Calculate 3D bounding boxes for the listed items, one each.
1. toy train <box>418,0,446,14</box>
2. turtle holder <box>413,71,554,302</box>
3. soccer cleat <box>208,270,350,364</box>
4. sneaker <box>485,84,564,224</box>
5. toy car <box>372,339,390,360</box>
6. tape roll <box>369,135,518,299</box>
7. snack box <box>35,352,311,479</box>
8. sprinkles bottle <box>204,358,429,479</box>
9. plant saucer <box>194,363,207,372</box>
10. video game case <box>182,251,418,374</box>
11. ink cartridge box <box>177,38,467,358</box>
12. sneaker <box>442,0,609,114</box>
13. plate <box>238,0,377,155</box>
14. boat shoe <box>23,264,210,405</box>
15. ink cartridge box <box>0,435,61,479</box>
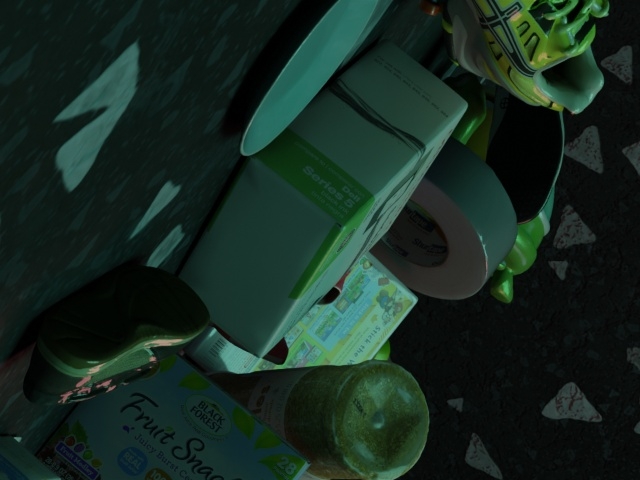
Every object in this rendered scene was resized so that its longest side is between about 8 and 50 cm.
[{"bbox_3d":[0.137,-0.286,1.679,0.166,0.046,0.125,-43,154,-24],"label":"toy train"},{"bbox_3d":[0.171,-0.089,2.300,0.243,0.320,0.227,10,-112,47],"label":"turtle holder"},{"bbox_3d":[0.000,0.000,1.926,0.318,0.116,0.108,-48,172,-30],"label":"soccer cleat"},{"bbox_3d":[0.250,-0.156,2.140,0.145,0.090,0.270,-23,115,-78],"label":"sneaker"},{"bbox_3d":[-0.038,0.112,2.231,0.155,0.149,0.188,14,149,-43],"label":"toy car"},{"bbox_3d":[0.120,-0.035,2.111,0.072,0.219,0.219,-49,173,-30],"label":"tape roll"},{"bbox_3d":[-0.142,0.214,1.719,0.174,0.207,0.070,-50,173,-4],"label":"snack box"},{"bbox_3d":[-0.035,0.190,1.871,0.121,0.121,0.355,-48,-160,-28],"label":"sprinkles bottle"},{"bbox_3d":[-0.181,0.206,2.146,0.195,0.037,0.195,-51,174,-8],"label":"plant saucer"},{"bbox_3d":[-0.020,0.096,2.083,0.227,0.206,0.026,-51,-147,-6],"label":"video game case"},{"bbox_3d":[0.004,-0.045,1.729,0.273,0.115,0.198,-44,170,-48],"label":"ink cartridge box"},{"bbox_3d":[0.189,-0.246,1.583,0.145,0.147,0.384,-50,157,-10],"label":"sneaker"},{"bbox_3d":[-0.013,-0.149,1.463,0.188,0.024,0.188,-52,173,-9],"label":"plate"},{"bbox_3d":[-0.167,0.078,1.432,0.073,0.080,0.223,-49,170,22],"label":"boat shoe"},{"bbox_3d":[-0.276,0.218,1.474,0.104,0.061,0.181,-51,174,-1],"label":"ink cartridge box"}]
